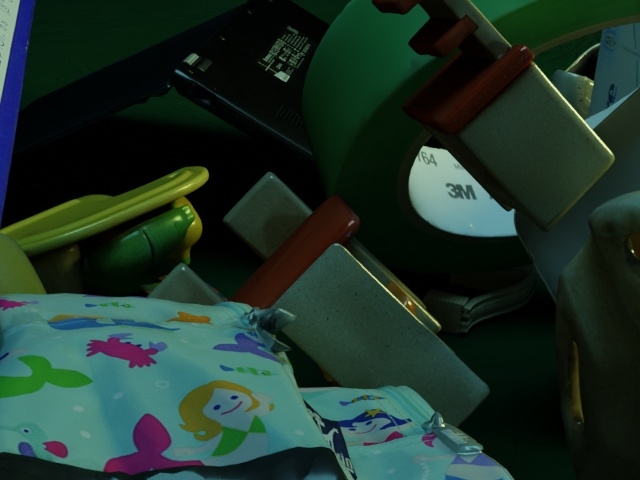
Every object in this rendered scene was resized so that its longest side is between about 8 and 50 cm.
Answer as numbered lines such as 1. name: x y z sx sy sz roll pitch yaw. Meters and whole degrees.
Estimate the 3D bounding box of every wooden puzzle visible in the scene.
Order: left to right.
1. wooden puzzle: -0.095 0.040 0.954 0.049 0.006 0.083 -7 24 -31

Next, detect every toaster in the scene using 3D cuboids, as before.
1. toaster: 0.229 -0.011 0.823 0.168 0.185 0.110 21 31 -51

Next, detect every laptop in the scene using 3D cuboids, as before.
1. laptop: -0.087 -0.065 1.183 0.408 0.236 0.382 31 21 -4

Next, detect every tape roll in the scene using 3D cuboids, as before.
1. tape roll: 0.151 -0.093 0.859 0.321 0.321 0.077 -4 59 -24

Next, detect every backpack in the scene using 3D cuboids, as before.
1. backpack: -0.051 0.128 0.424 0.191 0.225 0.253 1 11 -21

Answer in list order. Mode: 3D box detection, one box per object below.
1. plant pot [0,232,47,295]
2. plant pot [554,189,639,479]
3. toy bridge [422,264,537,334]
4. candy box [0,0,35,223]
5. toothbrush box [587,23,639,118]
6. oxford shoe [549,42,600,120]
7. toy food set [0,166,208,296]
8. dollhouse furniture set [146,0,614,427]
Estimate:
1. plant pot: -0.180 0.076 0.692 0.134 0.134 0.095 -18 56 -47
2. plant pot: 0.287 0.063 0.613 0.305 0.334 0.334 -12 24 -13
3. toy bridge: 0.129 0.026 1.021 0.063 0.026 0.188 12 21 16
4. candy box: -0.232 -0.008 0.548 0.122 0.268 0.317 32 26 -25
5. toothbrush box: 0.326 -0.072 1.065 0.126 0.216 0.295 0 22 -15
6. oxford shoe: 0.315 -0.135 1.352 0.123 0.130 0.348 17 23 27
7. toy food set: -0.161 0.016 0.909 0.218 0.071 0.128 -26 15 -37
8. dollhouse furniture set: 0.000 0.000 0.669 0.135 0.259 0.262 44 2 -12
